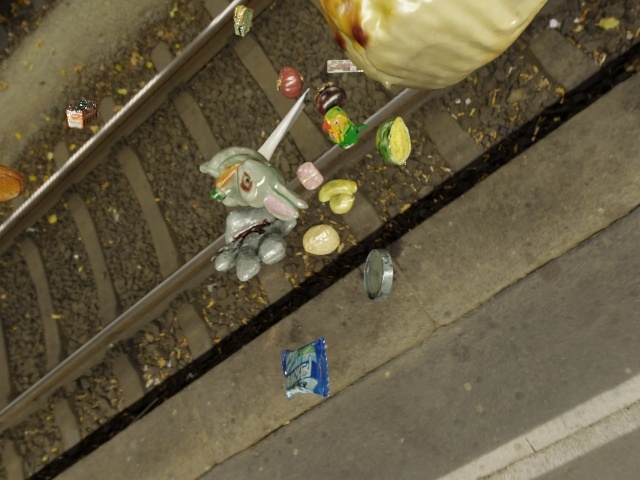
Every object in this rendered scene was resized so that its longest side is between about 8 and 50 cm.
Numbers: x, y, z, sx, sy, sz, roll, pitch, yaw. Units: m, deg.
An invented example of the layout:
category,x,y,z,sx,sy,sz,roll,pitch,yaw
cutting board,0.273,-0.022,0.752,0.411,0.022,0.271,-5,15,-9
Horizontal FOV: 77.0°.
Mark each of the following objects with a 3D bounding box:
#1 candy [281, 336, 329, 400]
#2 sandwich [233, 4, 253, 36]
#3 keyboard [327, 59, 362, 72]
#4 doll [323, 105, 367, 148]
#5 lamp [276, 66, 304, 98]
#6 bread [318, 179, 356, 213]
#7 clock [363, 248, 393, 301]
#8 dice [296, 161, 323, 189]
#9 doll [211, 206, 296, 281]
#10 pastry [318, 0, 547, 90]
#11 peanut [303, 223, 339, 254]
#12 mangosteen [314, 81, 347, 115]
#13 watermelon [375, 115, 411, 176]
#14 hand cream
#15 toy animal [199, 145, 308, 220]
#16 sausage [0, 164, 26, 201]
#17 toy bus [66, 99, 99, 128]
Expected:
category,x,y,z,sx,sy,sz,roll,pitch,yaw
candy,-0.055,0.443,1.361,0.331,0.077,0.187,-33,58,53
sandwich,-0.264,-0.740,1.353,0.036,0.105,0.093,21,112,0
keyboard,0.115,-0.817,1.877,0.166,0.017,0.055,4,103,12
doll,0.089,-0.449,1.591,0.134,0.186,0.106,-53,47,10
lamp,-0.100,-0.517,1.319,0.090,0.101,0.101,-16,69,-10
bread,0.060,-0.190,1.707,0.188,0.065,0.149,2,84,31
clock,0.228,0.139,1.621,0.042,0.215,0.214,5,78,-14
dice,-0.049,-0.293,1.826,0.091,0.094,0.093,-36,59,10
doll,-0.185,-0.017,1.087,0.246,0.340,0.158,-34,106,3
pastry,0.087,-0.250,0.423,0.237,0.256,0.170,21,109,-6
peanut,0.000,0.000,1.750,0.159,0.109,0.140,-28,106,12
mangosteen,0.034,-0.565,1.597,0.140,0.140,0.140,-6,76,23
watermelon,0.313,-0.432,1.780,0.127,0.232,0.204,4,56,33
hand cream,-0.129,-0.254,1.076,0.076,0.121,0.336,36,97,-8
toy animal,-0.121,-0.113,0.760,0.251,0.125,0.127,21,86,44
sausage,-0.705,-0.142,0.715,0.076,0.302,0.102,-29,49,31
toy bus,-0.469,-0.252,0.798,0.110,0.031,0.043,-114,29,-61
